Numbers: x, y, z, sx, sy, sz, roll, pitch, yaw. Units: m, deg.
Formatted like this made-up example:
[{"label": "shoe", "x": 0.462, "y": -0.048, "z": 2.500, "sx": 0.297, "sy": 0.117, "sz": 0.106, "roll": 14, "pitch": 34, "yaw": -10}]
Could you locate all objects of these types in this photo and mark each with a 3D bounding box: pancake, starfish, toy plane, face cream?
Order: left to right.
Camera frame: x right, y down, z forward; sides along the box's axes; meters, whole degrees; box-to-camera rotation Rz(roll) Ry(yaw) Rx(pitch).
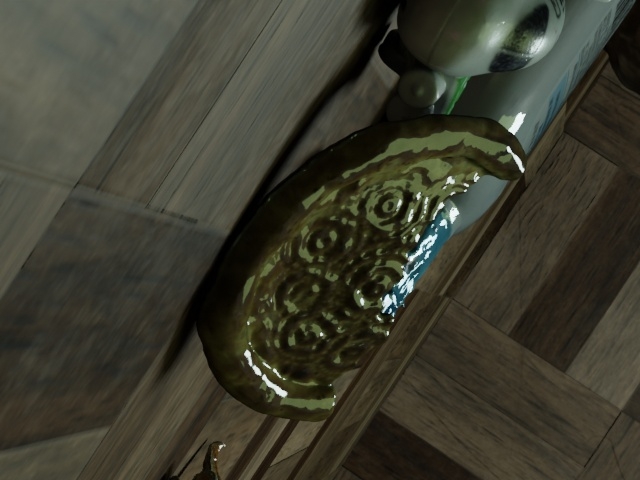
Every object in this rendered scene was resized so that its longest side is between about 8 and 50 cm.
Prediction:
[{"label": "starfish", "x": -0.098, "y": 0.198, "z": 1.306, "sx": 0.130, "sy": 0.041, "sz": 0.133, "roll": -55, "pitch": 173, "yaw": 3}, {"label": "pancake", "x": 0.021, "y": 0.018, "z": 0.992, "sx": 0.184, "sy": 0.020, "sz": 0.190, "roll": -17, "pitch": 137, "yaw": -26}, {"label": "face cream", "x": 0.099, "y": -0.080, "z": 1.226, "sx": 0.336, "sy": 0.080, "sz": 0.163, "roll": -53, "pitch": 173, "yaw": -29}, {"label": "toy plane", "x": 0.091, "y": -0.124, "z": 0.968, "sx": 0.174, "sy": 0.080, "sz": 0.174, "roll": -53, "pitch": 171, "yaw": -12}]

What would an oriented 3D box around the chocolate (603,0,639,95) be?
[{"label": "chocolate", "x": 0.330, "y": -0.209, "z": 1.619, "sx": 0.303, "sy": 0.213, "sz": 0.303, "roll": -23, "pitch": 117, "yaw": -55}]
